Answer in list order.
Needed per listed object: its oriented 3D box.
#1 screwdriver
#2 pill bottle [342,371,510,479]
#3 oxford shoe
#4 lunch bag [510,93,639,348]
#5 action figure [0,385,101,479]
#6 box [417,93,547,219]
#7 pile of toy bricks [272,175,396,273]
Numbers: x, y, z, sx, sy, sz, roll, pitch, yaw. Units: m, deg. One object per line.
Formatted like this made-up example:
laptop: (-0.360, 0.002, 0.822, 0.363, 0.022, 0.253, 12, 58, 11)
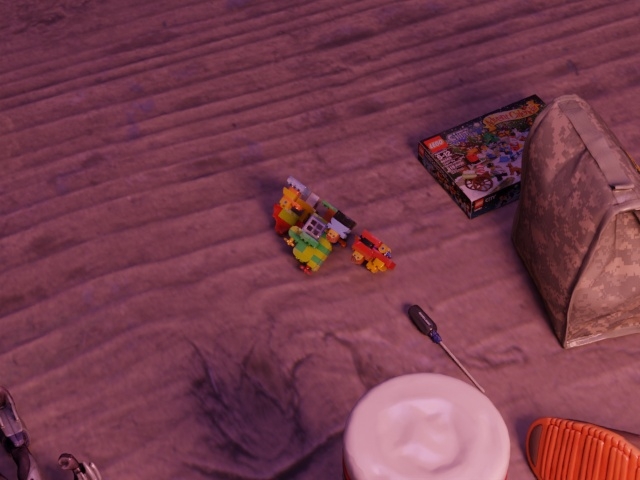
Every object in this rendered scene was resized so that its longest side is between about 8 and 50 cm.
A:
screwdriver: (0.176, 0.154, 1.654, 0.025, 0.024, 0.170, -1, 42, -40)
pill bottle: (0.113, 0.306, 1.320, 0.176, 0.318, 0.176, -1, 48, 1)
oxford shoe: (0.423, 0.306, 1.443, 0.364, 0.130, 0.133, 22, 22, 39)
lunch bag: (0.382, -0.034, 1.636, 0.169, 0.287, 0.235, -11, 48, -7)
action figure: (-0.384, 0.317, 1.483, 0.185, 0.099, 0.285, -25, 55, -25)
box: (0.297, -0.139, 1.894, 0.233, 0.044, 0.159, -23, 52, -18)
pile of toy bricks: (0.000, 0.000, 1.757, 0.212, 0.118, 0.105, 36, 91, 19)
